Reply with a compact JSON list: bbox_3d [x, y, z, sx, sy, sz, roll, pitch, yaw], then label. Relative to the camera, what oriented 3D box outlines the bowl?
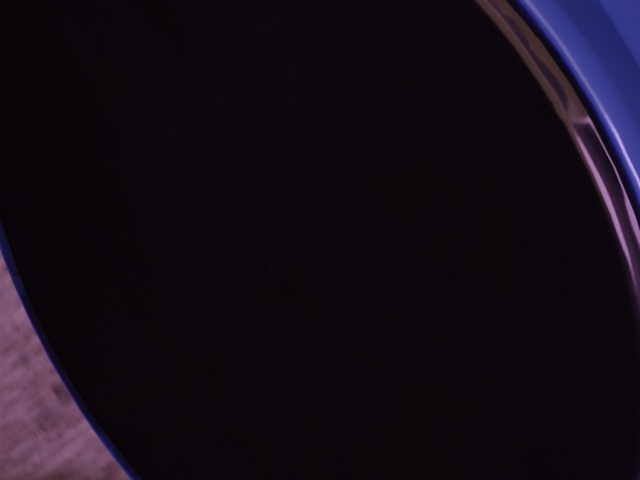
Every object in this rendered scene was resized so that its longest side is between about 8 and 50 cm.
[{"bbox_3d":[0.000,0.000,0.577,0.391,0.077,0.391,23,129,33],"label":"bowl"}]
